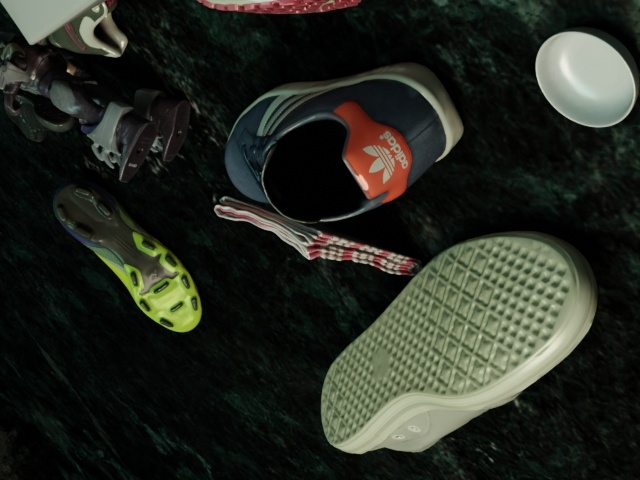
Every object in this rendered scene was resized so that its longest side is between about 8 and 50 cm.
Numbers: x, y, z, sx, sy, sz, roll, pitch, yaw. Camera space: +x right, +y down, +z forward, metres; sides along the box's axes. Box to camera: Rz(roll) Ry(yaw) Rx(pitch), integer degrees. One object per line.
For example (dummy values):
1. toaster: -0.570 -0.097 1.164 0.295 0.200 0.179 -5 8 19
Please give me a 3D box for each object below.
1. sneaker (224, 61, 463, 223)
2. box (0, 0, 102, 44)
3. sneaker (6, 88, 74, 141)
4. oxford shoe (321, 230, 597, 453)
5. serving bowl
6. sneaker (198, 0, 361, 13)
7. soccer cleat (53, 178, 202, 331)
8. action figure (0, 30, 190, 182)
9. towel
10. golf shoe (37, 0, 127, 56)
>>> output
1. sneaker: -0.025 -0.077 0.998 0.131 0.148 0.350 54 149 -14
2. box: -0.138 -0.313 0.789 0.345 0.215 0.168 -9 120 54
3. sneaker: -0.403 -0.177 1.452 0.170 0.051 0.089 33 148 30
4. oxford shoe: 0.147 0.119 1.058 0.130 0.169 0.449 11 149 -23
5. serving bowl: 0.206 -0.128 0.767 0.083 0.027 0.083 32 148 23
6. sneaker: 0.000 -0.246 0.822 0.299 0.121 0.112 5 101 50
7. soccer cleat: -0.283 0.017 1.523 0.289 0.093 0.121 47 -179 -9
8. action figure: -0.304 -0.177 1.222 0.285 0.185 0.099 29 111 22
9. towel: 0.000 0.000 1.065 0.144 0.029 0.197 22 -176 39
10. golf shoe: -0.270 -0.310 1.098 0.120 0.105 0.273 24 152 8
